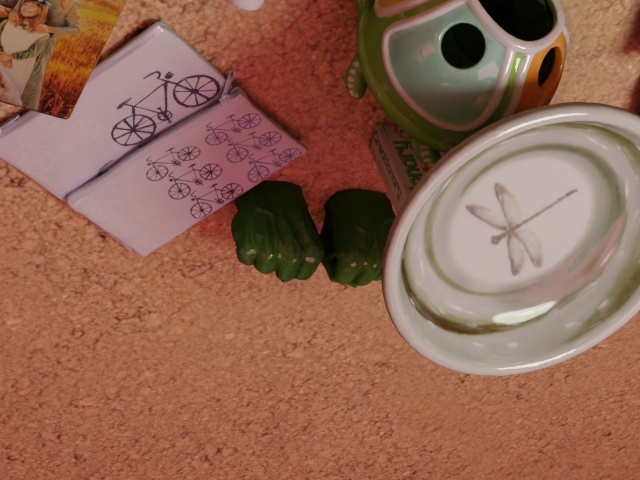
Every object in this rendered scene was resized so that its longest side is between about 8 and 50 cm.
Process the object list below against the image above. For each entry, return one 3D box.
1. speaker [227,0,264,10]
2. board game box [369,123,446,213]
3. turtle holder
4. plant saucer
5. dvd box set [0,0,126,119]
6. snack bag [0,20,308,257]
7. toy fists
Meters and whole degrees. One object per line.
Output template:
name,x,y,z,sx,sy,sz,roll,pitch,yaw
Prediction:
speaker,-0.078,-0.347,1.645,0.055,0.055,0.136,2,137,-21
board game box,0.201,-0.053,1.891,0.192,0.305,0.053,-2,132,-18
turtle holder,0.171,-0.271,1.673,0.243,0.320,0.227,-13,165,-27
plant saucer,0.255,-0.013,1.677,0.400,0.101,0.401,-10,128,-12
dvd box set,-0.359,-0.317,1.503,0.307,0.062,0.420,15,141,-22
snack bag,-0.235,-0.130,1.865,0.323,0.037,0.342,-30,139,17
toy fists,0.000,0.000,2.016,0.279,0.142,0.096,6,137,-24
